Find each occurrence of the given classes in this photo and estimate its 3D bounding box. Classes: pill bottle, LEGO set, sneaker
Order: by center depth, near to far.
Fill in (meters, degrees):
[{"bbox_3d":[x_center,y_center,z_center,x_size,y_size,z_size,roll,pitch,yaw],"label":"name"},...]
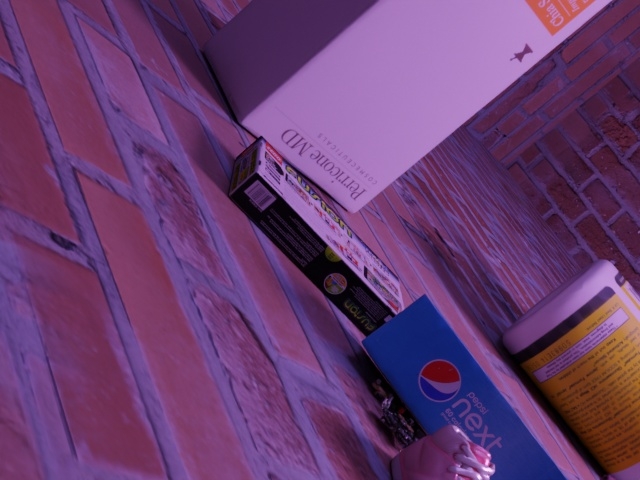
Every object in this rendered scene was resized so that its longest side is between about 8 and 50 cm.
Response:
[{"bbox_3d":[0.093,0.182,0.780,0.051,0.070,0.134,46,15,-23],"label":"sneaker"},{"bbox_3d":[0.060,0.147,0.884,0.054,0.023,0.083,49,1,-12],"label":"LEGO set"},{"bbox_3d":[0.418,0.207,1.482,0.334,0.188,0.188,52,14,7],"label":"pill bottle"}]

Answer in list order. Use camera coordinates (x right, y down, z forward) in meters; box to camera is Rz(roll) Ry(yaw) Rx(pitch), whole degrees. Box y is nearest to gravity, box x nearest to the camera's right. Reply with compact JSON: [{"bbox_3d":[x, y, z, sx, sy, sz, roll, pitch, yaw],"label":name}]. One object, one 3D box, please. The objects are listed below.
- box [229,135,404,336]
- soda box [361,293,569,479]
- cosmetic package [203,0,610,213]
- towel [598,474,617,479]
[{"bbox_3d":[0.000,0.000,1.033,0.207,0.036,0.114,46,14,-16],"label":"box"},{"bbox_3d":[0.125,0.152,0.926,0.210,0.071,0.067,53,-2,12],"label":"soda box"},{"bbox_3d":[0.119,-0.266,1.225,0.230,0.453,0.161,36,20,-44],"label":"cosmetic package"},{"bbox_3d":[0.402,0.313,1.034,0.329,0.037,0.237,25,-11,12],"label":"towel"}]
